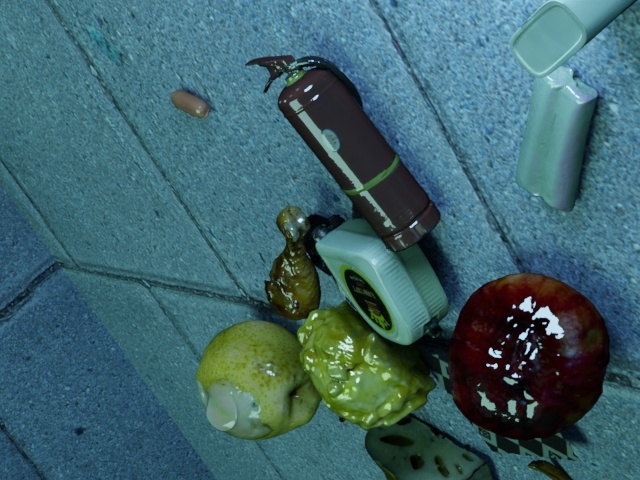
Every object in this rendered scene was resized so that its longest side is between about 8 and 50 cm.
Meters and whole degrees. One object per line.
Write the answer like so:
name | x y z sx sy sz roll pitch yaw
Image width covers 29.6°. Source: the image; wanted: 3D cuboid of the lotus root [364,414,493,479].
lotus root | 0.215 0.492 2.357 0.267 0.149 0.260 28 149 45

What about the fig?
fig | 0.277 0.160 1.649 0.224 0.224 0.263 51 163 -6

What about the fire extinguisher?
fire extinguisher | 0.028 -0.137 1.731 0.141 0.105 0.341 -27 109 39

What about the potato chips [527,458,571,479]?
potato chips | 0.428 0.438 2.044 0.204 0.037 0.026 48 167 -12

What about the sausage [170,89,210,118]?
sausage | -0.228 -0.239 2.122 0.083 0.034 0.034 29 150 35

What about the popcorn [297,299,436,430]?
popcorn | 0.078 0.220 2.077 0.266 0.192 0.233 25 -166 -43

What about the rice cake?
rice cake | 0.278 -0.119 1.428 0.080 0.042 0.222 38 154 25

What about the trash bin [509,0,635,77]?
trash bin | 0.259 -0.229 1.177 0.059 0.130 0.116 48 157 2

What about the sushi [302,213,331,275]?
sushi | 0.000 0.000 2.070 0.084 0.056 0.083 32 152 31

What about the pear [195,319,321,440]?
pear | -0.123 0.294 2.541 0.271 0.271 0.271 38 155 22

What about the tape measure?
tape measure | 0.105 0.062 1.929 0.207 0.115 0.235 57 163 -19

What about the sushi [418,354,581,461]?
sushi | 0.298 0.253 1.963 0.231 0.047 0.219 52 153 -17

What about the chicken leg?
chicken leg | -0.043 0.037 2.038 0.107 0.087 0.252 37 148 27
